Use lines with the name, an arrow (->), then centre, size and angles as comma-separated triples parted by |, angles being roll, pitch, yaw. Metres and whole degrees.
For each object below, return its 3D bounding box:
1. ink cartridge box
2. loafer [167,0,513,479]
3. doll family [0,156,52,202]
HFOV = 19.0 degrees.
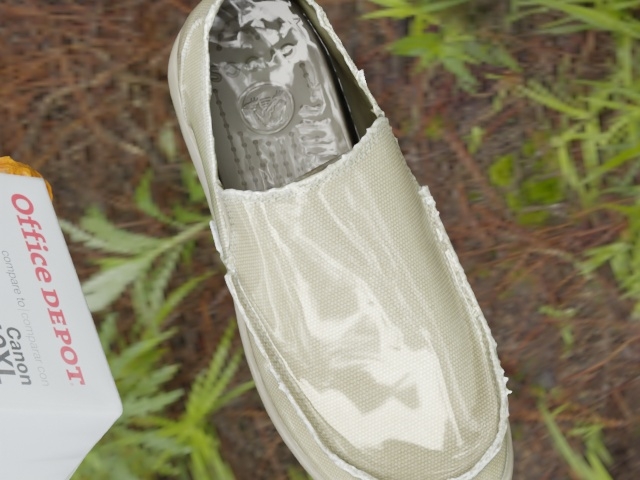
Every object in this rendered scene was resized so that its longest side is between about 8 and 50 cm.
ink cartridge box -> -0.155, 0.028, 0.647 | 0.063, 0.150, 0.109 | -49, 51, 36
loafer -> 0.000, 0.000, 0.813 | 0.102, 0.092, 0.268 | -25, 72, -6
doll family -> -0.228, -0.007, 1.005 | 0.263, 0.118, 0.163 | 38, 98, 34
